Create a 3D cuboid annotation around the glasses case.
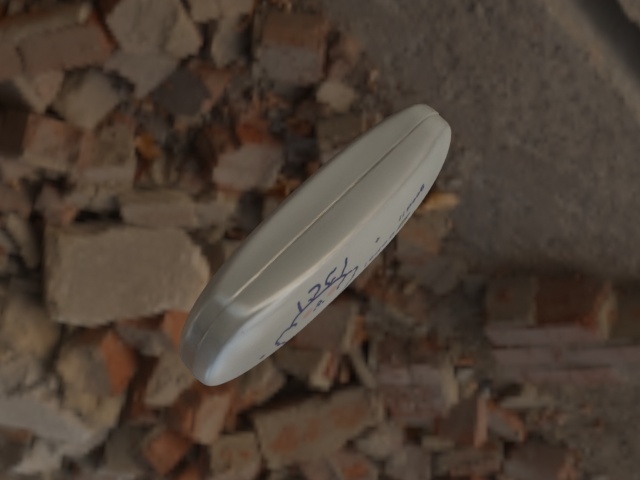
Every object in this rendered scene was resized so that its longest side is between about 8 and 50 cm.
[{"bbox_3d":[0.000,0.000,0.794,0.049,0.197,0.076,40,149,11],"label":"glasses case"}]
